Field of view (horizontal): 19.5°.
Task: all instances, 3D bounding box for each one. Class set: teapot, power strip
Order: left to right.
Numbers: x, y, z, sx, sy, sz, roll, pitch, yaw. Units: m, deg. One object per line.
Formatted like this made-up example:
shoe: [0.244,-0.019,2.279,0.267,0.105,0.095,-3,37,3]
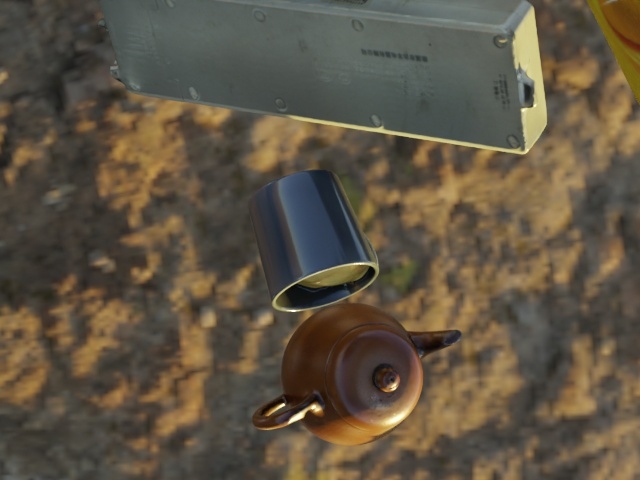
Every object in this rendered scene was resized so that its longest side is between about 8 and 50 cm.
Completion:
power strip: [-0.010,-0.136,1.324,0.043,0.367,0.106,-53,143,-41]
teapot: [0.026,0.105,1.418,0.173,0.116,0.116,-24,100,-22]

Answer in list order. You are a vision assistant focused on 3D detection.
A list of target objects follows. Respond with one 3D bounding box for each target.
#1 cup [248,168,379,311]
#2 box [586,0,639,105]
cup: [0.000,0.000,1.304,0.100,0.078,0.077,6,59,-49]
box: [0.218,-0.138,1.022,0.043,0.152,0.269,-27,89,-40]
